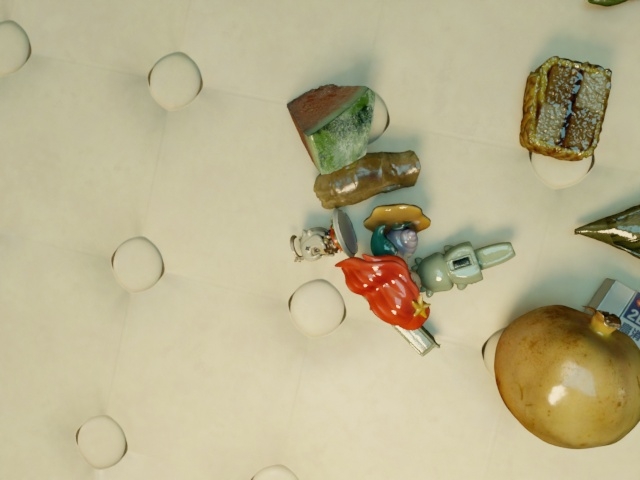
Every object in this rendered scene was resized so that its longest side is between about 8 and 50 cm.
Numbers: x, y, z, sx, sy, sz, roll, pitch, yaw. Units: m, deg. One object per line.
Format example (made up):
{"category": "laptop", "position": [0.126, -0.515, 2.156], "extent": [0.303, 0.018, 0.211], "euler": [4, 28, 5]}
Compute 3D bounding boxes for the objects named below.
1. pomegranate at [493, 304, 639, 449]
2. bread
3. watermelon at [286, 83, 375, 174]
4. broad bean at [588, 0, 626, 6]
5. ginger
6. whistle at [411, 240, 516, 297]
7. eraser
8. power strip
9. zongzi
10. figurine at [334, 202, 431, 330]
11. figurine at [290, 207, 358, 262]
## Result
{"category": "pomegranate", "position": [0.538, 0.280, 1.062], "extent": [0.319, 0.319, 0.319], "euler": [0, 91, 7]}
{"category": "bread", "position": [0.560, -0.301, 1.142], "extent": [0.181, 0.096, 0.222], "euler": [10, 94, 7]}
{"category": "watermelon", "position": [0.012, -0.293, 1.186], "extent": [0.193, 0.256, 0.140], "euler": [-31, 131, -12]}
{"category": "broad bean", "position": [0.717, -0.583, 1.142], "extent": [0.195, 0.046, 0.061], "euler": [-27, 76, 2]}
{"category": "ginger", "position": [0.108, -0.154, 1.193], "extent": [0.263, 0.109, 0.116], "euler": [-13, 88, 6]}
{"category": "whistle", "position": [0.333, 0.059, 1.174], "extent": [0.253, 0.106, 0.102], "euler": [-21, 104, 14]}
{"category": "eraser", "position": [0.739, 0.194, 1.145], "extent": [0.210, 0.068, 0.124], "euler": [32, 95, 6]}
{"category": "power strip", "position": [0.179, 0.176, 1.206], "extent": [0.272, 0.078, 0.052], "euler": [44, 97, 4]}
{"category": "zongzi", "position": [0.755, 0.038, 1.113], "extent": [0.274, 0.125, 0.251], "euler": [-20, 82, 9]}
{"category": "figurine", "position": [0.153, 0.063, 1.115], "extent": [0.181, 0.208, 0.257], "euler": [-10, 59, 30]}
{"category": "figurine", "position": [0.000, 0.000, 1.217], "extent": [0.153, 0.132, 0.132], "euler": [-19, 89, 20]}
